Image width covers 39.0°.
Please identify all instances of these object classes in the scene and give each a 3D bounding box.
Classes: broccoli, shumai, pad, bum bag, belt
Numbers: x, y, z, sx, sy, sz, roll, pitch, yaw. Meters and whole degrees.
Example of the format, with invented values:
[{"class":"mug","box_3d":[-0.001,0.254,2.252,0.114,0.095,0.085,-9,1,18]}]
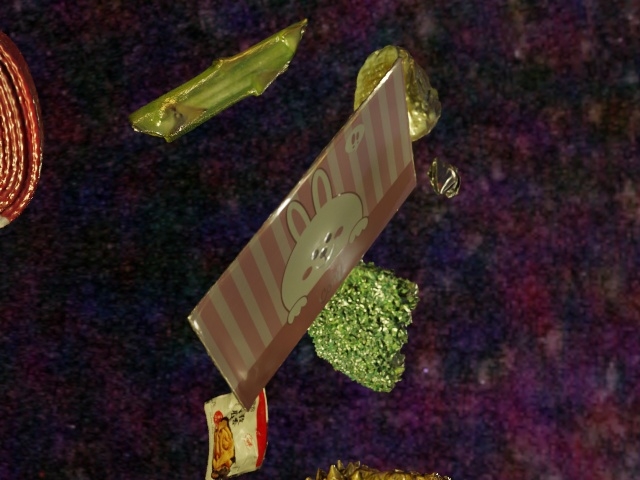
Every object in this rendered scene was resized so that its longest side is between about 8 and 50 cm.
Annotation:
[{"class":"broccoli","box_3d":[0.084,0.107,1.317,0.194,0.194,0.220,-23,103,-49]},{"class":"shumai","box_3d":[0.149,-0.241,1.610,0.142,0.184,0.184,-5,92,-53]},{"class":"pad","box_3d":[0.000,0.000,0.819,0.300,0.005,0.202,-52,154,-21]},{"class":"bum bag","box_3d":[0.193,-0.095,1.394,0.124,0.034,0.058,3,88,-65]},{"class":"belt","box_3d":[-0.341,-0.115,0.892,0.128,0.124,0.201,-7,108,-14]}]

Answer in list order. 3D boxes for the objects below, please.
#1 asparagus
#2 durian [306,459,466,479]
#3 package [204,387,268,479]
[{"class":"asparagus","box_3d":[-0.155,-0.257,1.487,0.343,0.082,0.085,-32,119,-12]},{"class":"durian","box_3d":[0.052,0.361,1.222,0.191,0.341,0.112,-8,85,-39]},{"class":"package","box_3d":[-0.146,0.327,1.539,0.030,0.239,0.154,11,65,-30]}]
